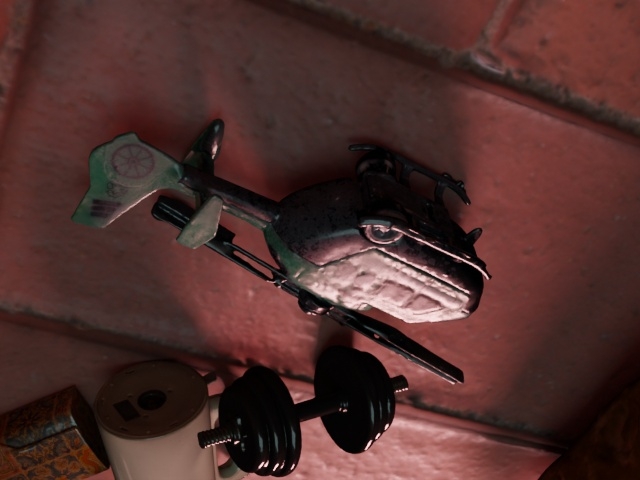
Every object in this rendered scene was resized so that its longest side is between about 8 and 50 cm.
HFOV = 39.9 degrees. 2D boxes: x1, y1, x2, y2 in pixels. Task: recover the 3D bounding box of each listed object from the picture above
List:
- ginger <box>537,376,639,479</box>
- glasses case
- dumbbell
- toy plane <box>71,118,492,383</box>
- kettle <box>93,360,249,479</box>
[{"bbox_3d":[0.346,0.259,0.864,0.254,0.176,0.418,16,121,-22],"label":"ginger"},{"bbox_3d":[-0.306,0.212,0.804,0.218,0.049,0.075,-22,121,4],"label":"glasses case"},{"bbox_3d":[-0.010,0.148,0.771,0.208,0.099,0.099,-10,124,-31],"label":"dumbbell"},{"bbox_3d":[0.000,0.000,0.705,0.381,0.106,0.155,23,126,-26],"label":"toy plane"},{"bbox_3d":[-0.136,0.188,0.804,0.098,0.127,0.148,11,126,22],"label":"kettle"}]
